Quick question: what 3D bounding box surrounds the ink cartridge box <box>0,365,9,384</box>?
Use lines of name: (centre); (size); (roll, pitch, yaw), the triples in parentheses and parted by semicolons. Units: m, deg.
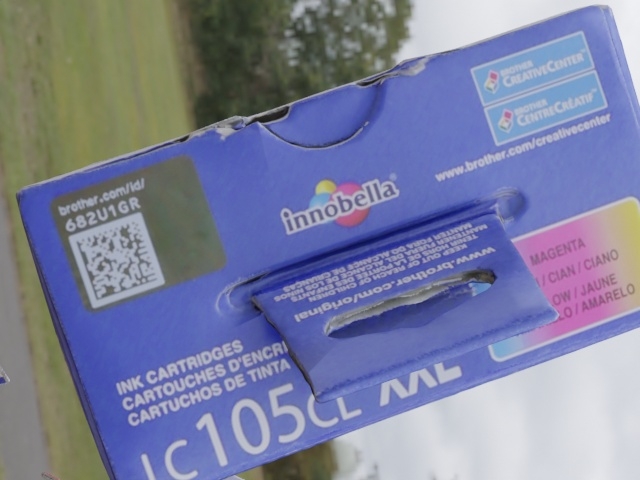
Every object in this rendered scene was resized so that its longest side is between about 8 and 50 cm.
ink cartridge box: (-0.363, -0.020, 1.024); (0.065, 0.165, 0.333); (-76, 151, -52)

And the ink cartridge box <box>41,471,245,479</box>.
ink cartridge box: (-0.029, 0.234, 0.935); (0.060, 0.239, 0.275); (-57, 146, -20)

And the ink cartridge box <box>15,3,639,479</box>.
ink cartridge box: (0.000, 0.000, 0.696); (0.395, 0.270, 0.151); (-177, -112, -82)
